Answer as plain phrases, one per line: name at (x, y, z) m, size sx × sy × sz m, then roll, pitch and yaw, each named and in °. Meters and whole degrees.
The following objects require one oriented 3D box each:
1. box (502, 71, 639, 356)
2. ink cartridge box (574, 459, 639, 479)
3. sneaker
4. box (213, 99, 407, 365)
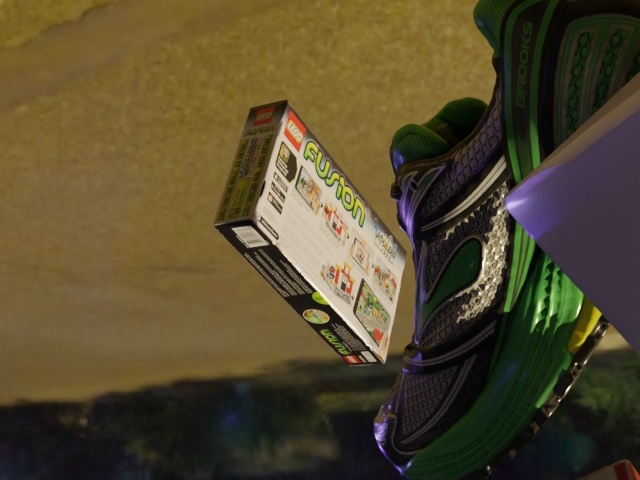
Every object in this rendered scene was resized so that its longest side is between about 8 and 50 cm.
box at (0.270, 0.029, 0.360) m, size 0.215 × 0.345 × 0.168 m, roll -41°, pitch 177°, yaw -16°
ink cartridge box at (0.197, 0.285, 0.587) m, size 0.114 × 0.197 × 0.273 m, roll -30°, pitch 120°, yaw 17°
sneaker at (0.100, 0.002, 0.602) m, size 0.146 × 0.344 × 0.134 m, roll 32°, pitch -141°, yaw 14°
box at (0.000, 0.000, 0.865) m, size 0.036 × 0.114 × 0.207 m, roll -9°, pitch 140°, yaw 31°
